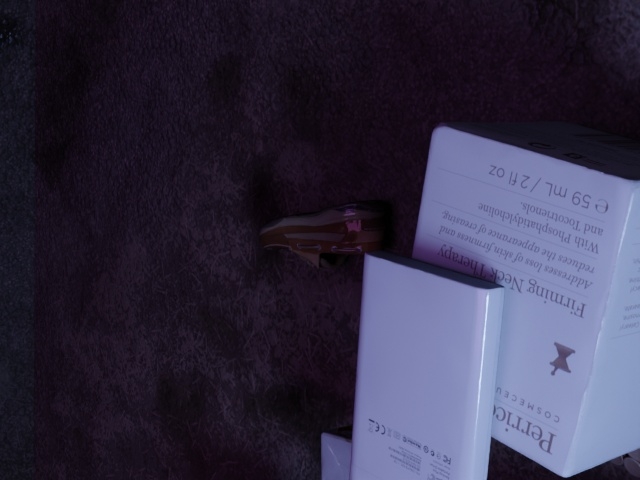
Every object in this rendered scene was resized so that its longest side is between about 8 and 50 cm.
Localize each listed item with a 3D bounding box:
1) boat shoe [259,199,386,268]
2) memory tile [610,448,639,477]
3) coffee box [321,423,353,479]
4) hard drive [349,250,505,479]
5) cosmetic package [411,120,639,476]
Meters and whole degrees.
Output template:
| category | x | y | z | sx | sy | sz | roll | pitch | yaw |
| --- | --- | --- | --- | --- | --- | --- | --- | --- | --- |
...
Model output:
| category | x | y | z | sx | sy | sz | roll | pitch | yaw |
| --- | --- | --- | --- | --- | --- | --- | --- | --- | --- |
| boat shoe | 0.000 | 0.000 | 1.944 | 0.324 | 0.122 | 0.120 | -11 | 89 | 49 |
| memory tile | 0.462 | 0.307 | 1.498 | 0.148 | 0.012 | 0.113 | 30 | 142 | 42 |
| coffee box | 0.137 | 0.368 | 1.726 | 0.141 | 0.246 | 0.098 | 5 | 97 | 47 |
| hard drive | 0.139 | 0.209 | 1.372 | 0.233 | 0.047 | 0.353 | 17 | 108 | 48 |
| cosmetic package | 0.350 | 0.057 | 1.398 | 0.329 | 0.327 | 0.393 | 24 | 112 | 45 |
